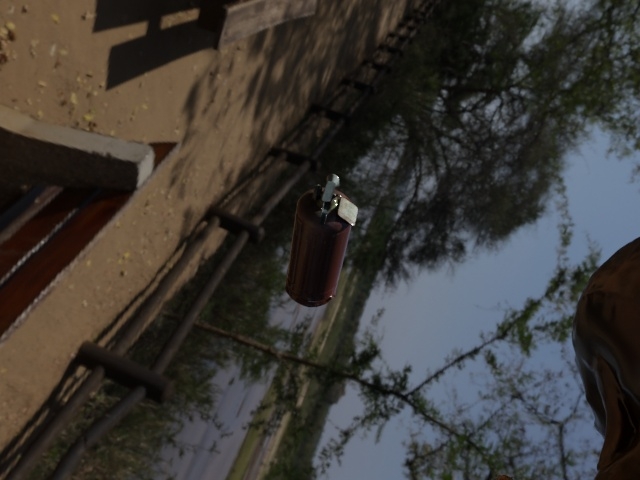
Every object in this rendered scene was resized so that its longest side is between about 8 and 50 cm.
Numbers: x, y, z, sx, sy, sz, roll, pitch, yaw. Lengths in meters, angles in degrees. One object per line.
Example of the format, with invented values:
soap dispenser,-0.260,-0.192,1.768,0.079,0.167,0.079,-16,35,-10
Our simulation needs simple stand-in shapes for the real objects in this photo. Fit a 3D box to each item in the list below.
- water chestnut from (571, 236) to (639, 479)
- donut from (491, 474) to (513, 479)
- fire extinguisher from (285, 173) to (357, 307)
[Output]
water chestnut,0.358,0.157,0.533,0.302,0.350,0.350,-27,168,-8
donut,0.186,0.280,0.643,0.083,0.037,0.067,95,-24,-62
fire extinguisher,0.000,0.000,1.021,0.269,0.104,0.105,102,9,-48
